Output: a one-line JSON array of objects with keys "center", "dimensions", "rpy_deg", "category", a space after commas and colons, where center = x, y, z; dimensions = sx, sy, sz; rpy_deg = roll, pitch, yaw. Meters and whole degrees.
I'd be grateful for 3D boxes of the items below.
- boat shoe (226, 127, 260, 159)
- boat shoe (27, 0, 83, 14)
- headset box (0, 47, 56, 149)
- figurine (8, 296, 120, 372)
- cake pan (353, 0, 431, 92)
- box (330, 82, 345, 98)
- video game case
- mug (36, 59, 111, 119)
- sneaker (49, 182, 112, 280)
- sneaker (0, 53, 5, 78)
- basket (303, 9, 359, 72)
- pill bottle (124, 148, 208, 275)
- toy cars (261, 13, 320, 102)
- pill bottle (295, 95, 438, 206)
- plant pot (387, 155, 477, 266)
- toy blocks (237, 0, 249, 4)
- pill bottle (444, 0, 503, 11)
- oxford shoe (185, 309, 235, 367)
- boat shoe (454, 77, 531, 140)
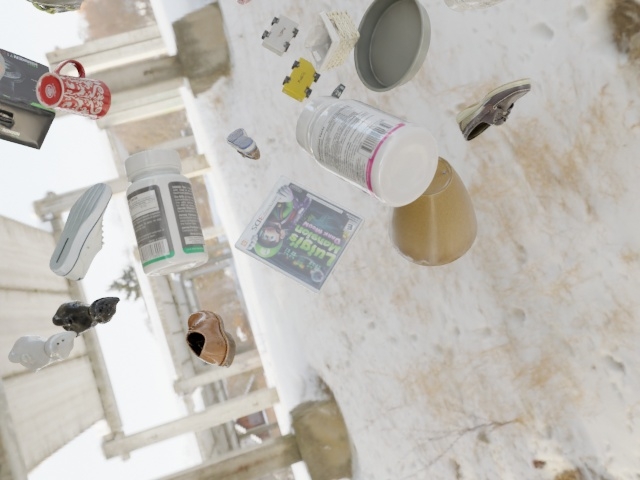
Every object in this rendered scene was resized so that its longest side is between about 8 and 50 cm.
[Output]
[{"center": [-0.231, -0.283, 1.860], "dimensions": [0.066, 0.066, 0.183], "rpy_deg": [55, 177, -34], "category": "boat shoe"}, {"center": [-0.610, -0.568, 1.423], "dimensions": [0.091, 0.109, 0.305], "rpy_deg": [-56, 14, 23], "category": "boat shoe"}, {"center": [-0.869, -0.394, 1.672], "dimensions": [0.131, 0.247, 0.283], "rpy_deg": [-52, 44, 26], "category": "headset box"}, {"center": [-0.583, 0.210, 1.427], "dimensions": [0.210, 0.215, 0.092], "rpy_deg": [-19, 110, 41], "category": "figurine"}, {"center": [0.209, -0.573, 1.790], "dimensions": [0.293, 0.054, 0.292], "rpy_deg": [-2, 87, 53], "category": "cake pan"}, {"center": [0.034, -0.393, 1.729], "dimensions": [0.018, 0.083, 0.067], "rpy_deg": [32, 167, -12], "category": "box"}, {"center": [-0.039, -0.014, 1.176], "dimensions": [0.191, 0.173, 0.022], "rpy_deg": [29, 165, 13], "category": "video game case"}, {"center": [-0.667, -0.398, 1.642], "dimensions": [0.150, 0.113, 0.169], "rpy_deg": [49, -162, 9], "category": "mug"}, {"center": [-0.586, -0.021, 1.555], "dimensions": [0.091, 0.094, 0.258], "rpy_deg": [46, -119, -53], "category": "sneaker"}, {"center": [-0.722, -0.287, 1.107], "dimensions": [0.121, 0.302, 0.108], "rpy_deg": [39, 149, 59], "category": "sneaker"}, {"center": [0.035, -0.609, 1.889], "dimensions": [0.113, 0.103, 0.167], "rpy_deg": [65, 155, 11], "category": "basket"}, {"center": [-0.484, -0.086, 1.915], "dimensions": [0.204, 0.204, 0.360], "rpy_deg": [121, 136, -80], "category": "pill bottle"}, {"center": [-0.113, -0.624, 2.158], "dimensions": [0.087, 0.177, 0.393], "rpy_deg": [-52, 54, 51], "category": "toy cars"}, {"center": [0.083, -0.189, 1.235], "dimensions": [0.283, 0.160, 0.160], "rpy_deg": [36, 147, 44], "category": "pill bottle"}, {"center": [0.277, -0.094, 1.553], "dimensions": [0.254, 0.237, 0.237], "rpy_deg": [68, 180, -60], "category": "plant pot"}, {"center": [-0.201, -0.646, 1.319], "dimensions": [0.309, 0.260, 0.288], "rpy_deg": [23, 141, 57], "category": "toy blocks"}, {"center": [0.385, -0.606, 1.416], "dimensions": [0.229, 0.131, 0.131], "rpy_deg": [9, 116, 65], "category": "pill bottle"}, {"center": [-0.237, 0.185, 1.234], "dimensions": [0.212, 0.076, 0.076], "rpy_deg": [25, 98, 61], "category": "oxford shoe"}, {"center": [0.499, -0.370, 1.770], "dimensions": [0.285, 0.103, 0.092], "rpy_deg": [-28, 77, 58], "category": "boat shoe"}]
